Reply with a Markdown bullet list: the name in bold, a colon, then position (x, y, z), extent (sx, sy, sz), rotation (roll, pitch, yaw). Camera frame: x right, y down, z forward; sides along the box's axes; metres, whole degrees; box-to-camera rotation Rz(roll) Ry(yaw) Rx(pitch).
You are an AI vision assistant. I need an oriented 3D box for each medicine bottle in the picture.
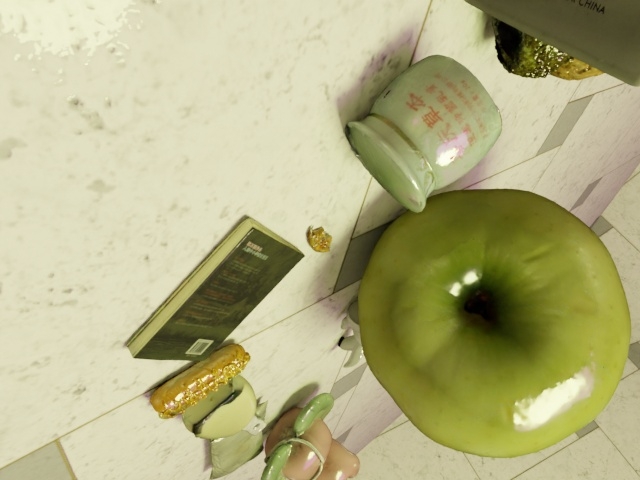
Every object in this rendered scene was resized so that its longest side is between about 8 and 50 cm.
- **medicine bottle**: position (0.123, -0.129, 0.570), extent (0.143, 0.147, 0.147), rotation (-41, 151, -3)

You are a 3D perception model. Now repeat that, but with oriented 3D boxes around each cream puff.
- **cream puff**: position (0.303, -0.295, 0.608), extent (0.169, 0.183, 0.183), rotation (-17, 148, -2)

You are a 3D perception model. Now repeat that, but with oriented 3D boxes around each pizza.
- **pizza**: position (0.000, 0.000, 0.715), extent (0.037, 0.016, 0.083), rotation (-49, 150, -5)

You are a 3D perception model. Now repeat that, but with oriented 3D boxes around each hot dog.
- **hot dog**: position (-0.186, 0.220, 0.729), extent (0.165, 0.045, 0.071), rotation (-29, 146, -26)

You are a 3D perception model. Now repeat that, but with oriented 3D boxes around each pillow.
- **pillow**: position (-0.185, 0.452, 1.033), extent (0.148, 0.050, 0.229), rotation (-31, 146, -36)

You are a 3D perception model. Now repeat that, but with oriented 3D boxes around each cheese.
- **cheese**: position (-0.161, 0.337, 0.882), extent (0.127, 0.054, 0.251), rotation (-39, 145, -11)

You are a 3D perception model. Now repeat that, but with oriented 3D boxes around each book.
- **book**: position (-0.133, 0.079, 0.636), extent (0.228, 0.024, 0.160), rotation (-47, 152, 3)

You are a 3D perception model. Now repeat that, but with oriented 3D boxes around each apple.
- **apple**: position (0.290, 0.136, 0.825), extent (0.474, 0.473, 0.473), rotation (-32, 149, -22)

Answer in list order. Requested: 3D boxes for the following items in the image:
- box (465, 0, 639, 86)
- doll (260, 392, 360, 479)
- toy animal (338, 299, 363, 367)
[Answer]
- **box**: position (0.262, -0.260, 0.479), extent (0.055, 0.243, 0.103), rotation (-20, 143, -32)
- **doll**: position (-0.029, 0.535, 1.170), extent (0.284, 0.216, 0.268), rotation (-55, 150, -19)
- **toy animal**: position (0.094, 0.200, 1.050), extent (0.127, 0.131, 0.181), rotation (-10, 140, 3)
